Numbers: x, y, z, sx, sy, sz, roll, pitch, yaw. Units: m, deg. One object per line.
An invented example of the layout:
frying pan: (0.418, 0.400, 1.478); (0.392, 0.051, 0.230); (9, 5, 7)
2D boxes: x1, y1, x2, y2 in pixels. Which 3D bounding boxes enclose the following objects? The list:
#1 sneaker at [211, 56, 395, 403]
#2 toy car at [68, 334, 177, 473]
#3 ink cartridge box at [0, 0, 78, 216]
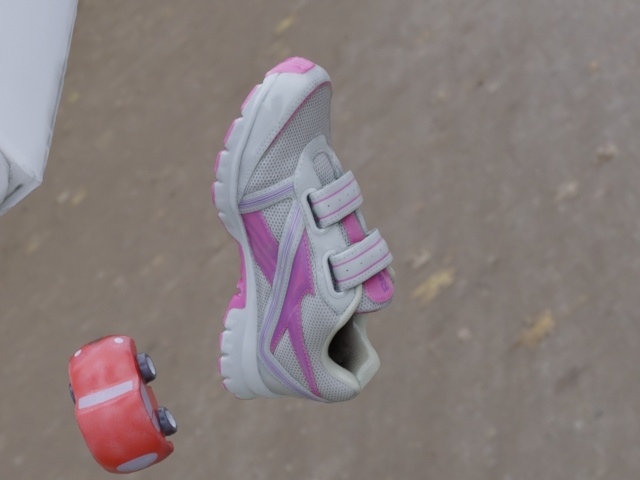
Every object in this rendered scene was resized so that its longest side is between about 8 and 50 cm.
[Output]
sneaker: (0.000, 0.000, 1.189); (0.111, 0.252, 0.103); (13, 30, 26)
toy car: (-0.089, 0.200, 1.240); (0.053, 0.225, 0.239); (-26, -52, -83)
ink cartridge box: (-0.242, -0.171, 0.695); (0.166, 0.285, 0.395); (-35, 28, 20)
